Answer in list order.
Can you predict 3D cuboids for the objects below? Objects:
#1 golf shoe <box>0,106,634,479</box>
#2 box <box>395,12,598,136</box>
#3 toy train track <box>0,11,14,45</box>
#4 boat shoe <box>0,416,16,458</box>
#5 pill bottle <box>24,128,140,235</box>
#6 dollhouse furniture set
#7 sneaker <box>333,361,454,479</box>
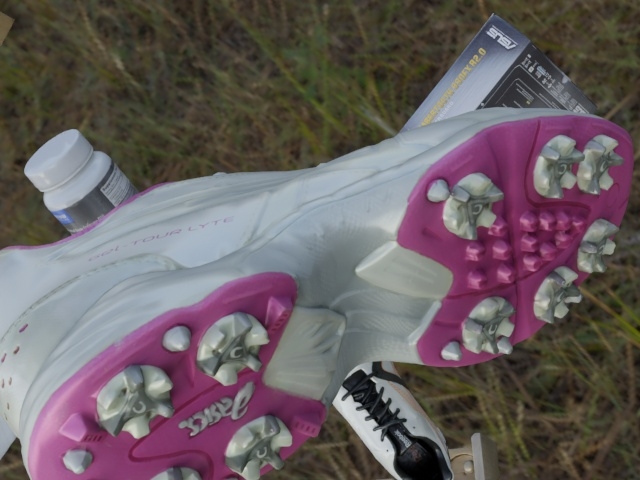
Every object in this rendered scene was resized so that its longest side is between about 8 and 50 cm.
[{"bbox_3d":[0.000,0.000,0.484,0.140,0.306,0.115,34,135,44],"label":"golf shoe"},{"bbox_3d":[0.189,-0.119,1.243,0.183,0.231,0.056,-51,59,11],"label":"box"},{"bbox_3d":[-0.099,-0.085,0.340,0.014,0.048,0.083,29,92,10],"label":"toy train track"},{"bbox_3d":[-0.365,0.154,0.919,0.367,0.156,0.136,-52,40,-4],"label":"boat shoe"},{"bbox_3d":[-0.218,-0.037,1.121,0.078,0.137,0.078,-28,31,18],"label":"pill bottle"},{"bbox_3d":[0.091,0.265,1.090,0.151,0.123,0.144,-8,75,13],"label":"dollhouse furniture set"},{"bbox_3d":[0.030,0.080,0.560,0.040,0.109,0.044,-42,11,0],"label":"sneaker"}]
